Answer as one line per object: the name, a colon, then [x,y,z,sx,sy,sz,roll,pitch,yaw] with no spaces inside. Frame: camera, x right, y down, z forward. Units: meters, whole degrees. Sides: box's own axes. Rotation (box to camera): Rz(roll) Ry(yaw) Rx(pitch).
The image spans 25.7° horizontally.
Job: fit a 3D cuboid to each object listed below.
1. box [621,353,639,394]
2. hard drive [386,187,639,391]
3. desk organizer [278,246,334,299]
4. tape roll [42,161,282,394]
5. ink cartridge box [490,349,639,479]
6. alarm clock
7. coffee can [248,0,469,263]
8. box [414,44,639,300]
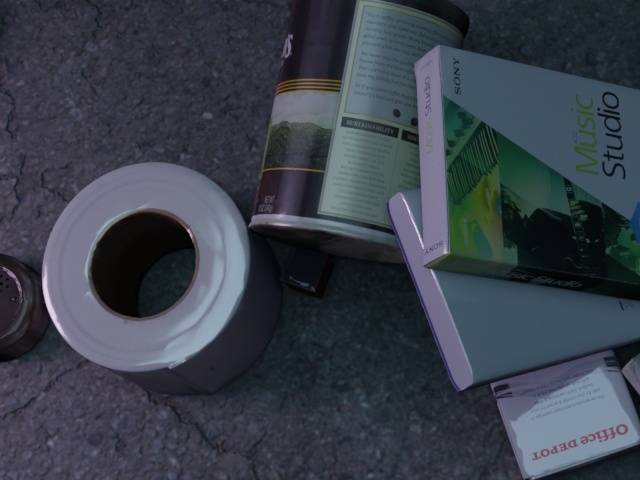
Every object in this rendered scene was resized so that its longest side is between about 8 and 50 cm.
box: [0.446,0.240,1.469,0.067,0.063,0.324,-32,79,-27]
hard drive: [0.240,0.026,1.495,0.318,0.040,0.210,-11,73,-32]
desk organizer: [0.000,0.000,1.670,0.047,0.050,0.130,18,79,16]
tape roll: [-0.180,0.048,1.633,0.246,0.169,0.246,-3,73,11]
ink cartridge box: [0.261,0.159,1.555,0.139,0.082,0.191,-19,73,5]
alarm clock: [-0.383,0.079,1.725,0.192,0.064,0.129,-6,73,7]
coffee can: [0.043,-0.128,1.553,0.201,0.201,0.275,9,83,14]
box: [0.252,-0.065,1.473,0.322,0.058,0.232,8,68,-24]
